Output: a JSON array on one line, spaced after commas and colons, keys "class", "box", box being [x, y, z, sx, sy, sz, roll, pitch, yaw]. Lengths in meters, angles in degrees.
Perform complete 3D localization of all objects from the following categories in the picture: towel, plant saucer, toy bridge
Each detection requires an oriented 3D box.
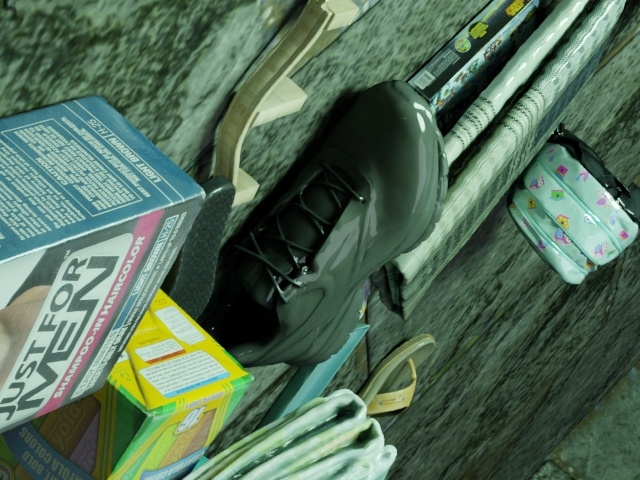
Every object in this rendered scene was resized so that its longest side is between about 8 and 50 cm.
[{"class": "towel", "box": [0.147, -0.079, 1.760, 0.324, 0.056, 0.312, -52, 173, -7]}, {"class": "plant saucer", "box": [-0.022, 0.154, 1.956, 0.192, 0.018, 0.067, -56, 161, 18]}, {"class": "toy bridge", "box": [-0.037, -0.097, 1.387, 0.063, 0.026, 0.188, -23, 151, -51]}, {"class": "towel", "box": [-0.113, 0.283, 1.496, 0.320, 0.090, 0.374, -34, 161, -33]}]

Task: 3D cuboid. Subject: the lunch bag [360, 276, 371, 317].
[{"class": "lunch bag", "box": [0.010, 0.046, 1.753, 0.083, 0.053, 0.071, -28, 153, -26]}]

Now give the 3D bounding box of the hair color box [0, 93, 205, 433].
[{"class": "hair color box", "box": [-0.230, 0.042, 1.093, 0.347, 0.105, 0.174, -22, 148, -53]}]

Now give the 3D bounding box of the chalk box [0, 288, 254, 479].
[{"class": "chalk box", "box": [-0.173, 0.143, 1.390, 0.132, 0.132, 0.213, -18, 145, -58]}]

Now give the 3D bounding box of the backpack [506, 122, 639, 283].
[{"class": "backpack", "box": [0.248, -0.029, 1.932, 0.115, 0.152, 0.182, -49, -176, 7]}]

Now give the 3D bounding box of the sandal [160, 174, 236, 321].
[{"class": "sandal", "box": [-0.106, 0.016, 1.442, 0.067, 0.040, 0.179, -30, 151, -45]}]

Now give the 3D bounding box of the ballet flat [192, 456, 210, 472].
[{"class": "ballet flat", "box": [-0.163, 0.230, 1.653, 0.124, 0.116, 0.342, -34, 162, 8]}]

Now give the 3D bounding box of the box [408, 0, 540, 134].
[{"class": "box", "box": [0.128, -0.148, 1.665, 0.137, 0.027, 0.094, -44, 163, -14]}]

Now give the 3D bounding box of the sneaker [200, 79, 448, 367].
[{"class": "sneaker", "box": [0.000, 0.000, 1.561, 0.130, 0.109, 0.286, -12, 137, -49]}]

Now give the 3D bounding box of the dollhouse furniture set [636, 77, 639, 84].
[{"class": "dollhouse furniture set", "box": [0.315, -0.243, 1.861, 0.161, 0.101, 0.182, 17, 116, -44]}]

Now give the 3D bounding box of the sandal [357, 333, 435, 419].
[{"class": "sandal", "box": [0.067, 0.176, 2.156, 0.180, 0.049, 0.072, -48, 162, -3]}]
